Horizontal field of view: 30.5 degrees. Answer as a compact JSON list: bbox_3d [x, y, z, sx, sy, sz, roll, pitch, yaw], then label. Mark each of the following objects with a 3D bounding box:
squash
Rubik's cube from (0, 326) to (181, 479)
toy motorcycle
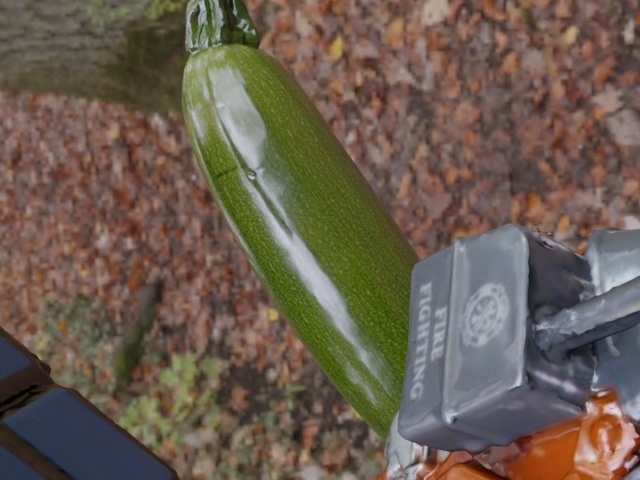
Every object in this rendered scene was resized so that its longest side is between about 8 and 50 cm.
[{"bbox_3d":[0.000,0.000,0.528,0.252,0.066,0.066,57,159,0],"label":"squash"},{"bbox_3d":[-0.279,0.172,0.561,0.293,0.283,0.288,-50,-3,8],"label":"Rubik's cube"},{"bbox_3d":[0.077,0.135,0.298,0.221,0.148,0.325,-30,43,47],"label":"toy motorcycle"}]
